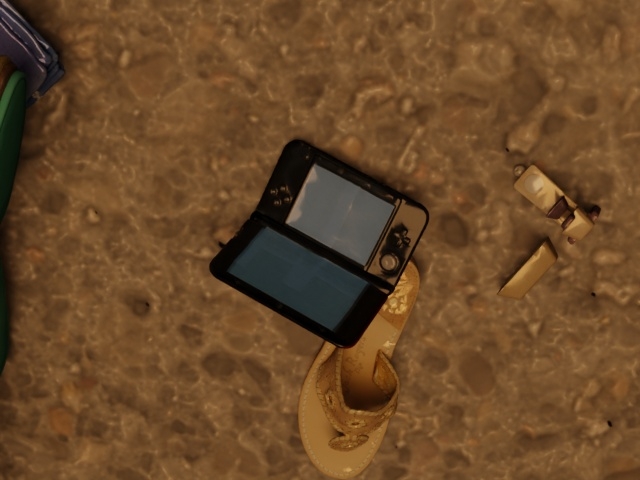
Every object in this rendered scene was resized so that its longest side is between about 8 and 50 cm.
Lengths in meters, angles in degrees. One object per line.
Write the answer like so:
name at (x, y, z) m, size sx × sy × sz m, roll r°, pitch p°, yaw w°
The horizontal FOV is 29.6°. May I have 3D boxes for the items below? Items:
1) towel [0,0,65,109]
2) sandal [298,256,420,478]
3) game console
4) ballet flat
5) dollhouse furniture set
towel at (-0.407, -0.129, 1.018) m, size 0.336 × 0.040 × 0.243 m, roll -38°, pitch 107°, yaw 20°
sandal at (0.033, 0.126, 1.090) m, size 0.088 × 0.079 × 0.240 m, roll 15°, pitch 108°, yaw -2°
game console at (0.000, 0.000, 1.030) m, size 0.144 × 0.085 × 0.124 m, roll 29°, pitch 107°, yaw 10°
ballet flat at (-0.316, -0.006, 1.006) m, size 0.123 × 0.123 × 0.348 m, roll 14°, pitch 129°, yaw -2°
dollhouse furniture set at (0.172, -0.006, 1.048) m, size 0.081 × 0.091 × 0.114 m, roll 41°, pitch 109°, yaw 5°
